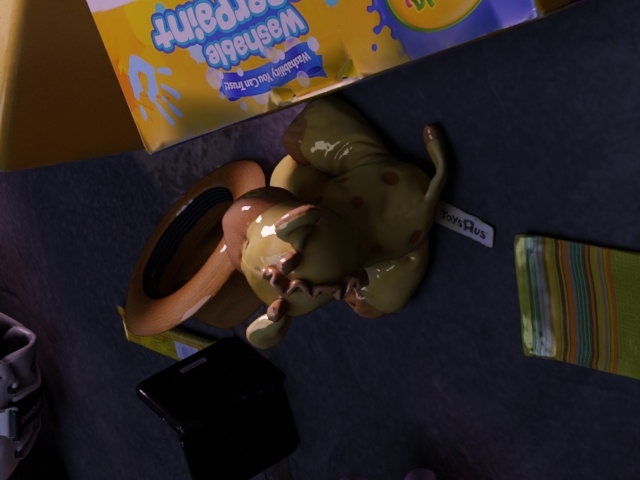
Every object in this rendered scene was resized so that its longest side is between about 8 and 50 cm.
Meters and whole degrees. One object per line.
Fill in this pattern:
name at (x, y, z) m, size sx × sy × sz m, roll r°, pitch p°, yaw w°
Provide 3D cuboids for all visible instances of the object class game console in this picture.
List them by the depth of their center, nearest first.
game console at (-0.094, 0.161, 1.633) m, size 0.107 × 0.122 × 0.071 m, roll 37°, pitch 136°, yaw 30°

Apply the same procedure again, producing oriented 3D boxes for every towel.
towel at (0.234, 0.057, 1.277) m, size 0.237 × 0.021 × 0.102 m, roll 11°, pitch 120°, yaw 45°

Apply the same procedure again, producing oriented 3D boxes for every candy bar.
candy bar at (-0.145, 0.096, 1.741) m, size 0.161 × 0.018 × 0.040 m, roll 15°, pitch 126°, yaw 43°

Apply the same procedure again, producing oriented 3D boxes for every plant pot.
plant pot at (-0.245, -0.194, 1.550) m, size 0.212 × 0.212 × 0.187 m, roll 29°, pitch 118°, yaw 36°

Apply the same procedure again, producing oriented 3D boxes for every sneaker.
sneaker at (-0.348, 0.166, 1.921) m, size 0.146 × 0.122 × 0.330 m, roll -20°, pitch 122°, yaw 19°

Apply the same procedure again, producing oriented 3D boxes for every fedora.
fedora at (-0.089, 0.020, 1.551) m, size 0.079 × 0.194 × 0.194 m, roll 35°, pitch 150°, yaw -24°

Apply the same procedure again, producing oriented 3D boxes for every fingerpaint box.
fingerpaint box at (-0.013, -0.291, 1.244) m, size 0.445 × 0.163 × 0.371 m, roll -15°, pitch 98°, yaw 52°

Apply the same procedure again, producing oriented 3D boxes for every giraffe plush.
giraffe plush at (0.000, 0.000, 1.391) m, size 0.210 × 0.170 × 0.181 m, roll 11°, pitch 119°, yaw 46°

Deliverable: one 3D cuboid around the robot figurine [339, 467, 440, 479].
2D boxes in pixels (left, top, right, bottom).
robot figurine at (0.070, 0.334, 1.502) m, size 0.209 × 0.173 × 0.278 m, roll 13°, pitch 119°, yaw 44°
